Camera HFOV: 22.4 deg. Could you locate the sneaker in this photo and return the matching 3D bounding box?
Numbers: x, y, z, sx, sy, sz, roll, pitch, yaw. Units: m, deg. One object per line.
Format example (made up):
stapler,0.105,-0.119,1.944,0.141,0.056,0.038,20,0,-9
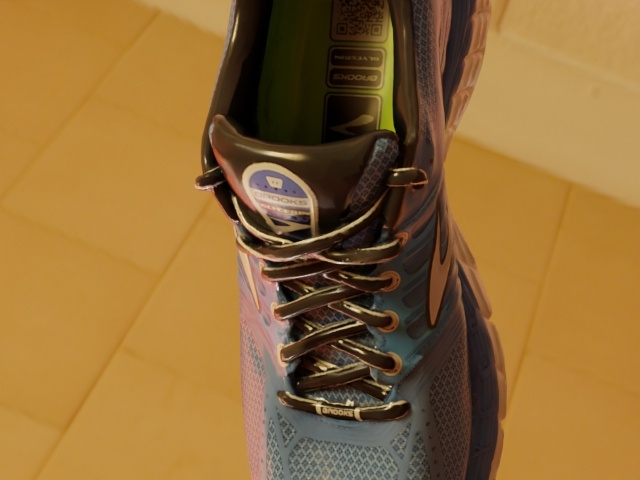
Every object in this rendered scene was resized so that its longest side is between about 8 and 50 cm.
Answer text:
sneaker,0.000,0.000,0.676,0.129,0.147,0.330,-2,-88,22
